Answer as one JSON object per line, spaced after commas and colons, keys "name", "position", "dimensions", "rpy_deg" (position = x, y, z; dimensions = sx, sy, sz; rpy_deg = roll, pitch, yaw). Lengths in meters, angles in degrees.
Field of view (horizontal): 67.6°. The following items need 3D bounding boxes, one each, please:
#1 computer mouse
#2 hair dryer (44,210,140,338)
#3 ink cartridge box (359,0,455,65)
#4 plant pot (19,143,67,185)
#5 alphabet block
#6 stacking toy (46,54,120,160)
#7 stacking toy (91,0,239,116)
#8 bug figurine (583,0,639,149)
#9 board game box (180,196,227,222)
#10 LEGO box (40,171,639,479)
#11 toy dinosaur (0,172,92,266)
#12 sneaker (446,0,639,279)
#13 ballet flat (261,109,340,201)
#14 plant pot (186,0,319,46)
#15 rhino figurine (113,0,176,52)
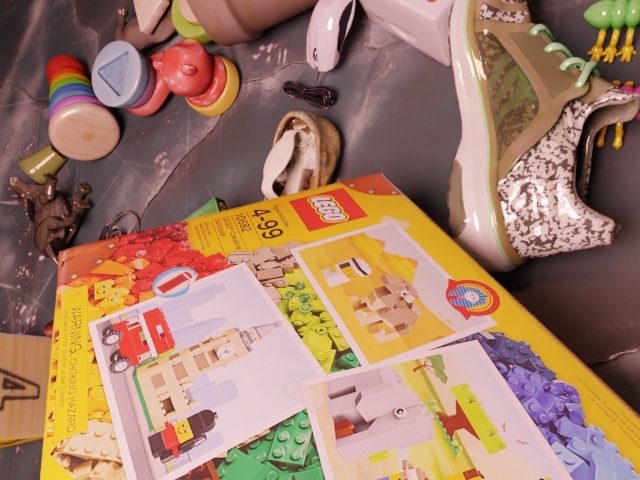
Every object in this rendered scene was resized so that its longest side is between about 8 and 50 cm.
{"name": "computer mouse", "position": [-0.001, -0.316, 0.778], "dimensions": [0.106, 0.042, 0.192], "rpy_deg": [36, 121, 33]}
{"name": "hair dryer", "position": [-0.435, 0.101, 0.949], "dimensions": [0.293, 0.080, 0.223], "rpy_deg": [-45, 44, 4]}
{"name": "ink cartridge box", "position": [0.202, -0.427, 0.689], "dimensions": [0.278, 0.117, 0.201], "rpy_deg": [-49, 58, 9]}
{"name": "plant pot", "position": [-0.663, -0.190, 1.157], "dimensions": [0.079, 0.083, 0.083], "rpy_deg": [-40, 59, 1]}
{"name": "alphabet block", "position": [-0.647, 0.297, 0.927], "dimensions": [0.193, 0.193, 0.196], "rpy_deg": [-20, 66, 26]}
{"name": "stacking toy", "position": [-0.573, -0.333, 1.124], "dimensions": [0.141, 0.141, 0.330], "rpy_deg": [-43, 52, 13]}
{"name": "stacking toy", "position": [-0.318, -0.389, 0.930], "dimensions": [0.309, 0.130, 0.279], "rpy_deg": [3, 90, 25]}
{"name": "bug figurine", "position": [0.406, -0.206, 0.531], "dimensions": [0.217, 0.072, 0.278], "rpy_deg": [8, 80, 32]}
{"name": "board game box", "position": [-0.241, 0.053, 0.778], "dimensions": [0.260, 0.030, 0.136], "rpy_deg": [-32, 61, 18]}
{"name": "LEGO box", "position": [0.002, 0.172, 0.396], "dimensions": [0.373, 0.193, 0.500], "rpy_deg": [-16, 39, -16]}
{"name": "toy dinosaur", "position": [-0.585, -0.040, 1.057], "dimensions": [0.160, 0.121, 0.313], "rpy_deg": [-48, 62, 24]}
{"name": "sneaker", "position": [0.260, -0.160, 0.545], "dimensions": [0.182, 0.158, 0.409], "rpy_deg": [-4, 81, 41]}
{"name": "ballet flat", "position": [-0.053, -0.035, 0.724], "dimensions": [0.123, 0.123, 0.348], "rpy_deg": [6, 79, 32]}
{"name": "plant pot", "position": [-0.064, -0.510, 0.785], "dimensions": [0.281, 0.323, 0.322], "rpy_deg": [-3, 73, 13]}
{"name": "rhino figurine", "position": [-0.370, -0.487, 1.071], "dimensions": [0.244, 0.073, 0.106], "rpy_deg": [-12, 74, 25]}
